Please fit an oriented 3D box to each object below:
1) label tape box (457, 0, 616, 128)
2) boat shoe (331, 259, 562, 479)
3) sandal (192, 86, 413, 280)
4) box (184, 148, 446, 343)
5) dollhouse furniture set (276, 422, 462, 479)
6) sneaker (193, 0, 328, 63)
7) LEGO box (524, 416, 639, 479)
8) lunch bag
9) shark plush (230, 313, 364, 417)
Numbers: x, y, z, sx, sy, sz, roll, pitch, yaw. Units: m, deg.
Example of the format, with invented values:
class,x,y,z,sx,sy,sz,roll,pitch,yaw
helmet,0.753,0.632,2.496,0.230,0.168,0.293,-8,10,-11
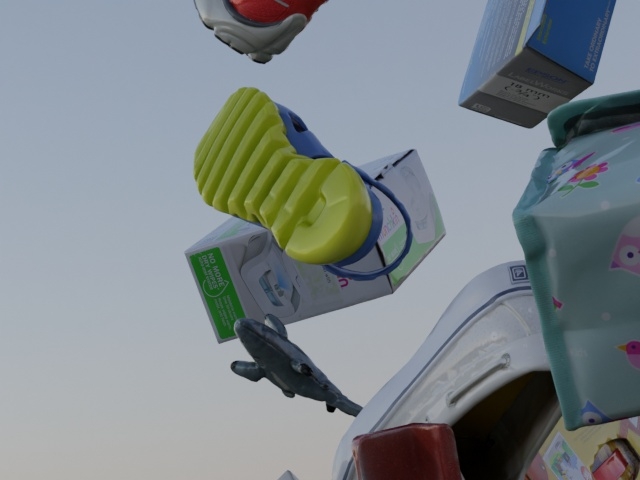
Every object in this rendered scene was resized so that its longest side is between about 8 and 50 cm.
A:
class,x,y,z,sx,sy,sz,roll,pitch,yaw
label tape box,0.276,-0.284,2.046,0.106,0.241,0.333,19,-12,-7
boat shoe,0.120,0.190,1.502,0.135,0.156,0.367,12,-45,-24
sandal,-0.016,-0.046,1.759,0.138,0.126,0.317,26,12,-38
box,0.000,0.000,2.146,0.231,0.127,0.262,-17,9,21
dollhouse furniture set,0.137,0.283,1.345,0.374,0.201,0.152,45,-12,-11
sneaker,-0.044,-0.267,1.488,0.118,0.279,0.107,-36,-42,25
LEGO box,0.214,0.365,2.176,0.372,0.193,0.500,-38,-8,23
lunch bag,0.240,-0.016,1.045,0.223,0.160,0.262,-12,15,17
shark plush,-0.027,0.139,1.840,0.073,0.161,0.067,-42,-4,-18
